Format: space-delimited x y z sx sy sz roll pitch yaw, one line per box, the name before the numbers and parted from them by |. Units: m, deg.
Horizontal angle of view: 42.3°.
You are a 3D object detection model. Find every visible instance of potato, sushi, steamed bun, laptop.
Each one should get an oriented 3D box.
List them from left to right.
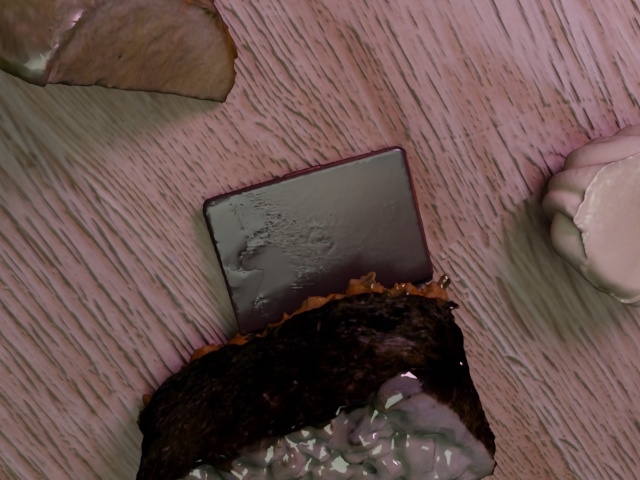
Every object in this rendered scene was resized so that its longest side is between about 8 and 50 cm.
potato | -0.176 -0.181 0.620 0.269 0.255 0.112 20 105 -14
sushi | -0.005 0.191 0.801 0.348 0.207 0.234 -20 126 8
laptop | 0.000 0.000 0.827 0.207 0.026 0.154 -17 108 -3
steamed bun | 0.307 -0.030 0.818 0.183 0.106 0.183 -2 105 -9
